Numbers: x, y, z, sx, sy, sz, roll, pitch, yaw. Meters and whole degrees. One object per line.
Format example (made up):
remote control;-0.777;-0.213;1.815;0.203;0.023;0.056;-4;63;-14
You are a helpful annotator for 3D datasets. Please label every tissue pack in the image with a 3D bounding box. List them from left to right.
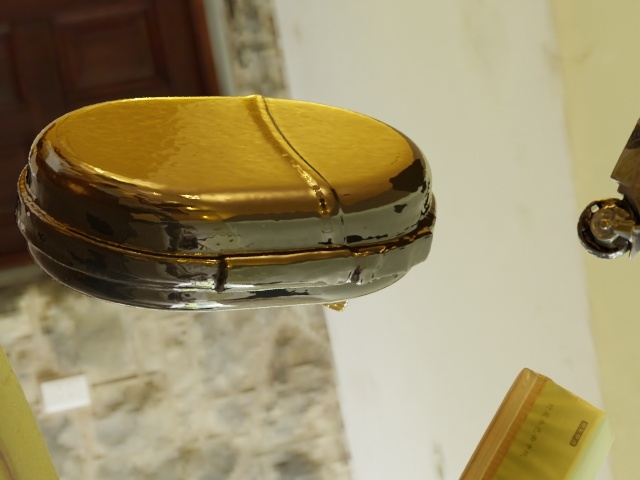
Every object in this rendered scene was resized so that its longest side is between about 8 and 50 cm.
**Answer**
tissue pack;0.230;0.282;1.717;0.125;0.234;0.159;28;-8;21

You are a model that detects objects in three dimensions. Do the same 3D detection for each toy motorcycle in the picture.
toy motorcycle;0.374;-0.056;1.548;0.152;0.225;0.073;36;7;22

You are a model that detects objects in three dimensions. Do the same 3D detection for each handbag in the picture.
handbag;-0.063;-0.032;1.094;0.254;0.308;0.093;-132;-138;-60

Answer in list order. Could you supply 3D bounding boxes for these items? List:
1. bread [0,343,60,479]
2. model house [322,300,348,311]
bread;-0.377;0.285;1.777;0.245;0.362;0.233;-45;-170;28
model house;0.000;0.000;1.416;0.100;0.088;0.100;-73;-176;-68
